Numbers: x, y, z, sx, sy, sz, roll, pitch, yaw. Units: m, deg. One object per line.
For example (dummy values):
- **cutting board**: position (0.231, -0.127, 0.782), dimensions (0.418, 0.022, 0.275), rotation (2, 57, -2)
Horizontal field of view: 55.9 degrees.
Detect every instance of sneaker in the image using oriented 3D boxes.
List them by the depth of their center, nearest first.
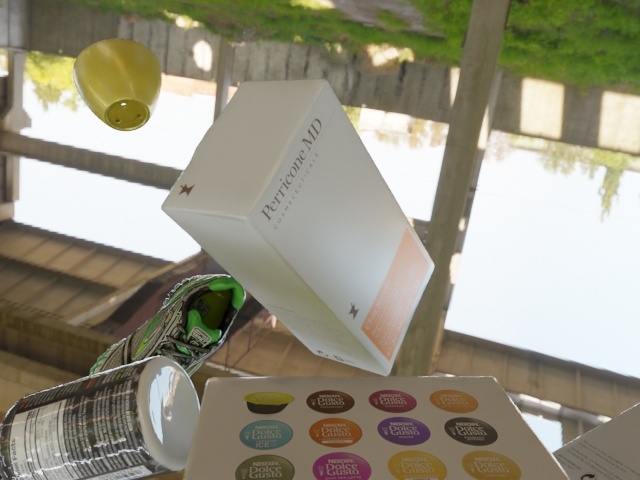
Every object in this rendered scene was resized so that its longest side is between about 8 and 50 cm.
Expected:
- **sneaker**: position (-0.251, 0.176, 0.983), dimensions (0.146, 0.134, 0.343), rotation (-22, -151, 52)

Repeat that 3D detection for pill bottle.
- **pill bottle**: position (-0.274, 0.225, 0.698), dimensions (0.246, 0.130, 0.130), rotation (-18, -170, 14)

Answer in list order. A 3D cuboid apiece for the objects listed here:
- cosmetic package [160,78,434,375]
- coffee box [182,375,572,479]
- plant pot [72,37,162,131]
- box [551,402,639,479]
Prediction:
- **cosmetic package**: position (0.000, 0.000, 0.919), dimensions (0.161, 0.230, 0.453), rotation (9, 152, 37)
- **coffee box**: position (0.042, 0.353, 0.574), dimensions (0.338, 0.338, 0.334), rotation (1, -165, -4)
- **plant pot**: position (-0.303, -0.224, 0.925), dimensions (0.134, 0.134, 0.095), rotation (-1, -126, -32)
- **box**: position (0.356, 0.265, 0.603), dimensions (0.182, 0.119, 0.181), rotation (-24, -172, -10)
